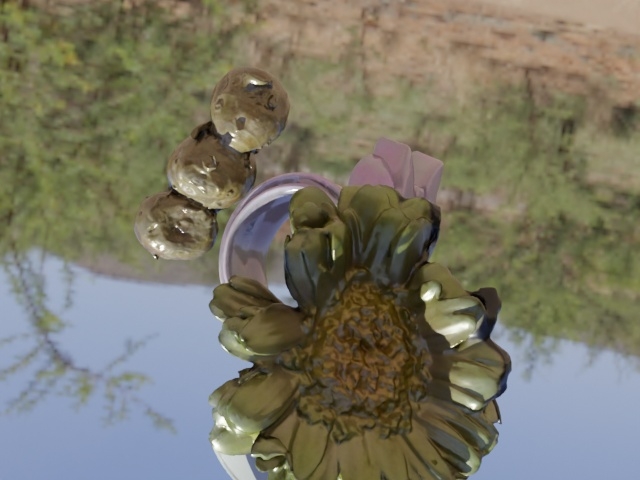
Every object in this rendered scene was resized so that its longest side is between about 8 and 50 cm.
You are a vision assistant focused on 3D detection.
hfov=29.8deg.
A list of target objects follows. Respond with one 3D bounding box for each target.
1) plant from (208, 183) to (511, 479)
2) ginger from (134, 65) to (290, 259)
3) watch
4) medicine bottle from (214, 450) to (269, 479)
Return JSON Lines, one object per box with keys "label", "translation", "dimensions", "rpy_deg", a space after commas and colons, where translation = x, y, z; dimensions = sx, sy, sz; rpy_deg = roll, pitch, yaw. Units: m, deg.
{"label": "plant", "translation": [0.054, 0.122, 1.134], "dimensions": [0.261, 0.306, 0.297], "rpy_deg": [18, 166, 20]}
{"label": "ginger", "translation": [-0.099, -0.067, 1.111], "dimensions": [0.080, 0.204, 0.104], "rpy_deg": [30, -172, -13]}
{"label": "watch", "translation": [0.000, 0.000, 1.374], "dimensions": [0.217, 0.249, 0.211], "rpy_deg": [10, 178, 25]}
{"label": "medicine bottle", "translation": [-0.014, 0.219, 1.573], "dimensions": [0.252, 0.145, 0.144], "rpy_deg": [-42, -149, -27]}
